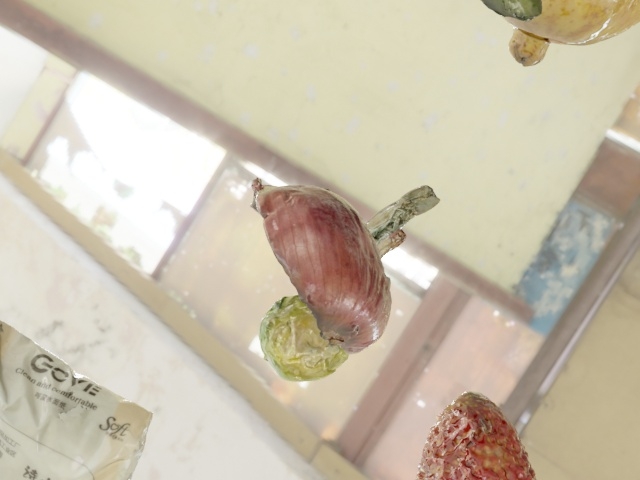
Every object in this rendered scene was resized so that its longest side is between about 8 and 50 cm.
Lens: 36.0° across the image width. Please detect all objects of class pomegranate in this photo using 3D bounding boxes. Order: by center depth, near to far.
[{"bbox_3d":[0.459,-0.519,1.846,0.410,0.410,0.410,32,-176,-2],"label":"pomegranate"}]

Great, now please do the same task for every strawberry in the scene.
[{"bbox_3d":[0.291,0.465,1.853,0.292,0.344,0.292,-5,178,0],"label":"strawberry"}]

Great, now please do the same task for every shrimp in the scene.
[{"bbox_3d":[0.125,-0.011,1.931,0.058,0.253,0.173,44,-145,-15],"label":"shrimp"}]

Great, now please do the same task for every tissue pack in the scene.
[{"bbox_3d":[-0.480,0.342,1.592,0.375,0.390,0.195,29,-155,3],"label":"tissue pack"}]

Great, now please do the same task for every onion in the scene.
[{"bbox_3d":[0.000,0.000,1.256,0.284,0.120,0.227,58,-178,33],"label":"onion"}]

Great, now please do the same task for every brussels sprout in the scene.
[{"bbox_3d":[-0.024,0.160,1.611,0.151,0.149,0.122,34,176,5],"label":"brussels sprout"}]

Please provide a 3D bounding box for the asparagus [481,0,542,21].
[{"bbox_3d":[0.203,-0.475,1.343,0.128,0.382,0.108,-11,-170,45],"label":"asparagus"}]
